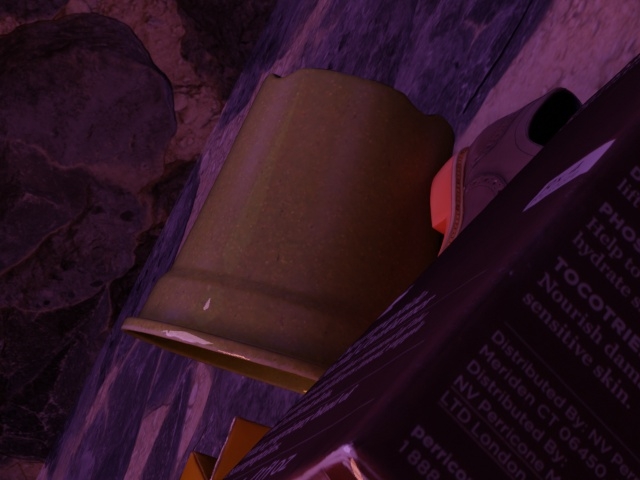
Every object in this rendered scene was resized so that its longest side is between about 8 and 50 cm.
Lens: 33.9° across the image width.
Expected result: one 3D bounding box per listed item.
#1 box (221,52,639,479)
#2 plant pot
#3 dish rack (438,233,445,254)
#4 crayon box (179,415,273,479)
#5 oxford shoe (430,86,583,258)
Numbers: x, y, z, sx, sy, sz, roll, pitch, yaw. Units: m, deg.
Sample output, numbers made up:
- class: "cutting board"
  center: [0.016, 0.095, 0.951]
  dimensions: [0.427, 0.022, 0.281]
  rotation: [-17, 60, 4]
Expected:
- class: "box"
  center: [0.128, 0.033, 0.467]
  dimensions: [0.381, 0.143, 0.191]
  rotation: [-41, -2, -34]
- class: "plant pot"
  center: [0.000, 0.000, 0.915]
  dimensions: [0.276, 0.276, 0.254]
  rotation: [-13, 58, 69]
- class: "dish rack"
  center: [0.053, 0.008, 1.103]
  dimensions: [0.208, 0.074, 0.271]
  rotation: [-59, 19, 27]
- class: "crayon box"
  center: [-0.046, 0.303, 0.823]
  dimensions: [0.318, 0.202, 0.081]
  rotation: [-66, 17, 1]
- class: "oxford shoe"
  center: [0.154, 0.012, 0.718]
  dimensions: [0.133, 0.130, 0.363]
  rotation: [-50, 24, 30]
